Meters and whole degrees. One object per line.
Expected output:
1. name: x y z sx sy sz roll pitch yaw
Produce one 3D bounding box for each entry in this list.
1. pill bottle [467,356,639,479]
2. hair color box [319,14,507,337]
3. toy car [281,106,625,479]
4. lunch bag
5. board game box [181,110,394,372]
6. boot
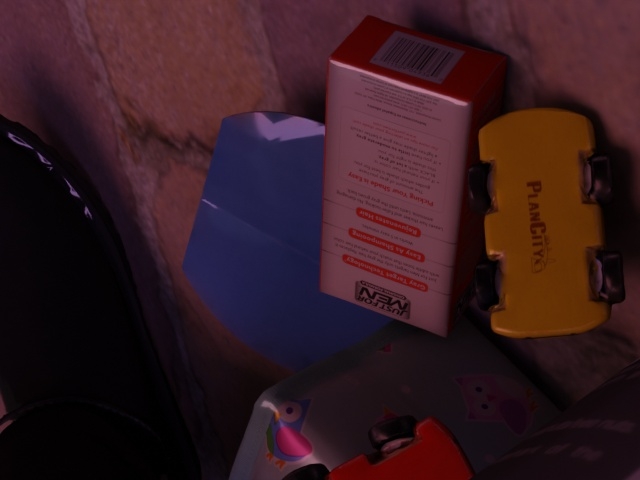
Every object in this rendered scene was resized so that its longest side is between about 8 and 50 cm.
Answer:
1. pill bottle: 0.141 0.116 0.389 0.210 0.363 0.210 42 149 33
2. hair color box: 0.041 -0.028 0.722 0.072 0.043 0.141 20 134 19
3. toy car: 0.116 0.088 0.635 0.225 0.239 0.053 29 176 19
4. lunch bag: 0.056 0.198 0.797 0.223 0.160 0.262 44 140 23
5. board game box: 0.000 0.000 0.826 0.133 0.033 0.168 29 133 10
6. boot: -0.168 0.134 0.873 0.367 0.146 0.445 60 -173 -19
